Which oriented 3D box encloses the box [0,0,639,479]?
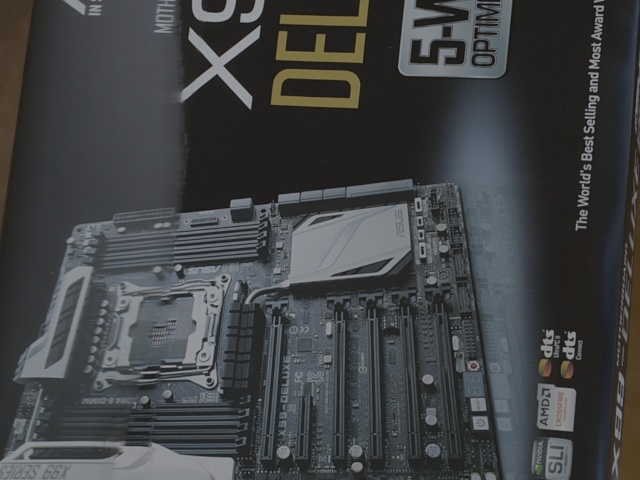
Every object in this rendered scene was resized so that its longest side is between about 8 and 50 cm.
[{"bbox_3d":[0.000,0.000,0.667,0.242,0.076,0.307,4,79,14],"label":"box"}]
